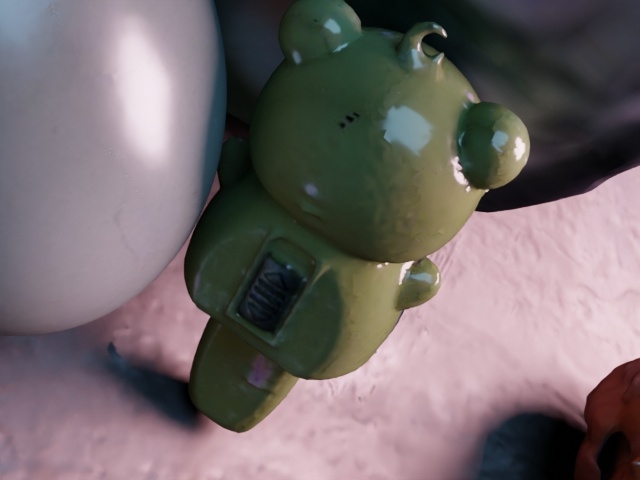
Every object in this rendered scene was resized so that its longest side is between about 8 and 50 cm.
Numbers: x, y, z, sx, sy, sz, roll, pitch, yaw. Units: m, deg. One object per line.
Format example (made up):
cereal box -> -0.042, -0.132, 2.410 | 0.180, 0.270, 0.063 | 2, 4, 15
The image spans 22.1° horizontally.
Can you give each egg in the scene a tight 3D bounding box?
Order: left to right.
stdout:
egg -> -0.137, -0.089, 0.600 | 0.183, 0.183, 0.264 | -37, 111, -35

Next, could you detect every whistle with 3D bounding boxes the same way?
whistle -> 0.000, 0.000, 0.653 | 0.105, 0.227, 0.085 | 34, 41, 6

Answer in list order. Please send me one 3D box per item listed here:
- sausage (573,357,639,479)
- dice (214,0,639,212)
sausage -> 0.251, 0.147, 0.817 | 0.279, 0.152, 0.152 | 28, 63, -26
dice -> 0.067, -0.240, 0.693 | 0.348, 0.328, 0.330 | 46, 58, -15
